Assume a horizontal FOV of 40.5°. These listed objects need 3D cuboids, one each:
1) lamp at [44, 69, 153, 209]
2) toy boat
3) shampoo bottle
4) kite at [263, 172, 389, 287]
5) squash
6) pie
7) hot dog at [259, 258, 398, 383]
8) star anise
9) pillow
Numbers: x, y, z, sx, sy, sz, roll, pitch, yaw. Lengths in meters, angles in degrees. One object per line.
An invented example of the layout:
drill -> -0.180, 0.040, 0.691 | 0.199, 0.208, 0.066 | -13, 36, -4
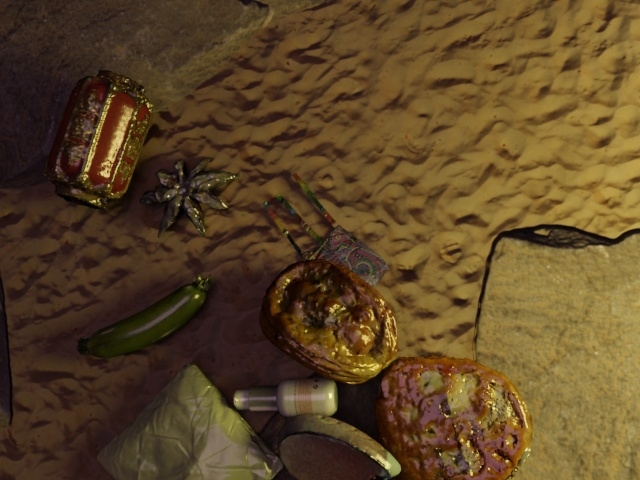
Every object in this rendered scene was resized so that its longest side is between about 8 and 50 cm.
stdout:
lamp -> -0.448, -0.203, 1.757 | 0.177, 0.177, 0.274 | 17, 84, 13
toy boat -> 0.031, 0.392, 1.589 | 0.227, 0.085, 0.155 | 24, 122, 6
shampoo bottle -> -0.065, 0.299, 1.640 | 0.192, 0.074, 0.074 | -4, 78, 10
kite -> 0.000, 0.000, 1.721 | 0.152, 0.015, 0.285 | -37, 77, -2
squash -> -0.342, 0.167, 1.719 | 0.318, 0.071, 0.080 | -27, 34, 6
pie -> 0.242, 0.340, 1.569 | 0.308, 0.085, 0.308 | -2, 77, 10
hot dog -> 0.013, 0.150, 1.607 | 0.272, 0.122, 0.196 | 33, 76, 29
star anise -> -0.272, -0.091, 1.762 | 0.204, 0.061, 0.181 | 5, 79, 10
pillow -> -0.253, 0.420, 1.646 | 0.274, 0.076, 0.281 | -45, 74, 1
